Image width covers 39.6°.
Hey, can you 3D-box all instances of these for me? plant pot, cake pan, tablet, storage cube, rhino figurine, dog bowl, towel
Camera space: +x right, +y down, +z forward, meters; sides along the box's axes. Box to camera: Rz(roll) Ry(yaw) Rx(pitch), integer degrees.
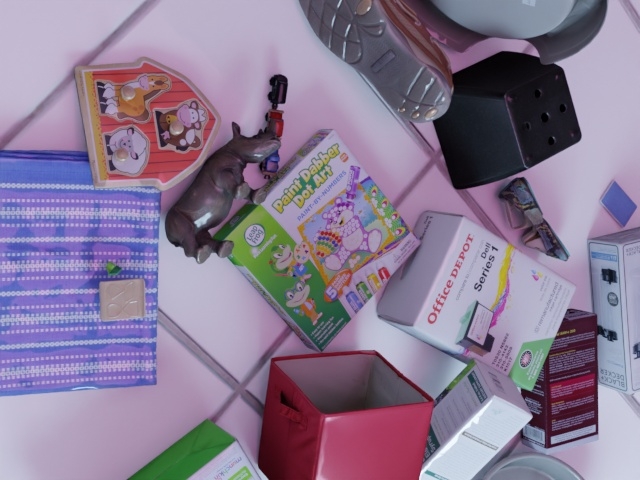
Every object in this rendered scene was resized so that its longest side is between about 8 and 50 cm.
[{"bbox_3d":[0.311,-0.197,1.451,0.187,0.167,0.188,-27,108,-22],"label":"plant pot"},{"bbox_3d":[0.375,0.525,1.567,0.293,0.054,0.293,8,68,-20],"label":"cake pan"},{"bbox_3d":[0.565,-0.069,1.685,0.083,0.006,0.054,41,77,-24],"label":"tablet"},{"bbox_3d":[0.030,0.292,1.330,0.215,0.183,0.193,-2,109,-28],"label":"storage cube"},{"bbox_3d":[-0.136,-0.081,1.272,0.243,0.106,0.073,-58,146,-12],"label":"rhino figurine"},{"bbox_3d":[0.265,-0.412,1.318,0.349,0.349,0.102,37,66,-25],"label":"dog bowl"},{"bbox_3d":[-0.334,0.044,1.215,0.243,0.040,0.336,0,96,-27],"label":"towel"}]

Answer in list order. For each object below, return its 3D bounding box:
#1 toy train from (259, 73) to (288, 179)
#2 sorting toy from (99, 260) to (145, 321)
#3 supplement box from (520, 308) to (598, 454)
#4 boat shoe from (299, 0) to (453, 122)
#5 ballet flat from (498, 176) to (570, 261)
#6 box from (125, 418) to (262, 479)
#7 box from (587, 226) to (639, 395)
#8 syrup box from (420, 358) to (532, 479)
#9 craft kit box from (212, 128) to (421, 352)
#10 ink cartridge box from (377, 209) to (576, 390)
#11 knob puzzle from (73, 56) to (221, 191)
[{"bbox_3d":[-0.068,-0.170,1.330,0.027,0.036,0.158,5,93,-28],"label":"toy train"},{"bbox_3d":[-0.273,0.068,1.225,0.062,0.012,0.083,-3,102,-20],"label":"sorting toy"},{"bbox_3d":[0.433,0.253,1.613,0.130,0.073,0.239,-7,99,-27],"label":"supplement box"},{"bbox_3d":[0.086,-0.326,1.363,0.324,0.123,0.116,50,39,-14],"label":"boat shoe"},{"bbox_3d":[0.371,-0.027,1.566,0.070,0.070,0.188,-42,110,-17],"label":"ballet flat"},{"bbox_3d":[-0.188,0.437,1.282,0.262,0.127,0.231,-37,111,-20],"label":"box"},{"bbox_3d":[0.602,0.128,1.679,0.169,0.087,0.290,-13,101,-26],"label":"box"},{"bbox_3d":[0.220,0.316,1.440,0.096,0.093,0.237,30,112,-27],"label":"syrup box"},{"bbox_3d":[0.000,0.000,1.376,0.250,0.061,0.246,-47,111,-16],"label":"craft kit box"},{"bbox_3d":[0.262,0.100,1.484,0.278,0.117,0.201,29,82,-26],"label":"ink cartridge box"},{"bbox_3d":[-0.227,-0.164,1.224,0.213,0.030,0.213,5,77,-23],"label":"knob puzzle"}]
